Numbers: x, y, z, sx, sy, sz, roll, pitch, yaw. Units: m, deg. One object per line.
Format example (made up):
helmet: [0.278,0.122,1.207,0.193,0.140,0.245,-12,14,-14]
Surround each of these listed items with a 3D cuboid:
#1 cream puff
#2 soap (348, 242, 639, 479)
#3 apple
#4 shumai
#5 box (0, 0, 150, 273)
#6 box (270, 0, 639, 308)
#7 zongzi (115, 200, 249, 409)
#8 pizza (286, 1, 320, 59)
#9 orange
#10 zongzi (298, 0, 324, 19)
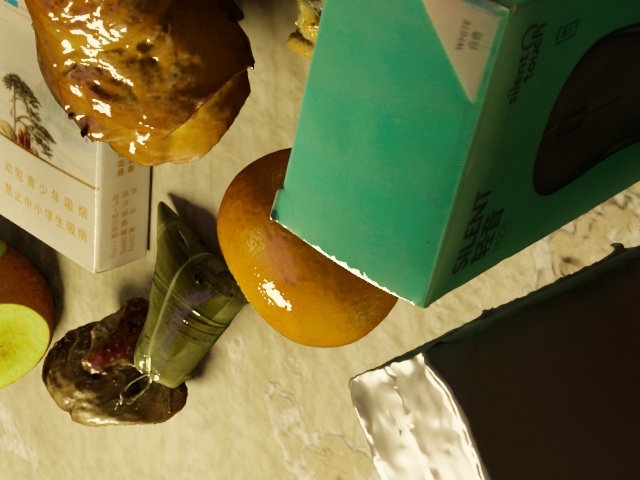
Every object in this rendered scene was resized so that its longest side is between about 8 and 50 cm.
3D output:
cream puff: [-0.150,-0.182,1.486,0.154,0.241,0.269,-24,107,8]
soap: [0.191,0.155,1.201,0.107,0.296,0.285,-21,89,50]
apple: [-0.342,0.079,1.861,0.163,0.147,0.146,20,121,39]
shumai: [-0.182,0.103,1.725,0.139,0.123,0.105,9,103,59]
box: [-0.218,-0.106,1.706,0.149,0.067,0.233,28,126,35]
box: [0.128,-0.113,1.133,0.118,0.311,0.205,33,129,28]
zongzi: [-0.144,0.061,1.674,0.130,0.062,0.154,46,106,30]
pizza: [0.025,-0.173,1.433,0.160,0.035,0.099,1,108,47]
orange: [0.000,0.000,1.462,0.136,0.159,0.159,-35,77,8]
zongzi: [0.038,-0.325,1.246,0.323,0.160,0.360,41,126,45]
